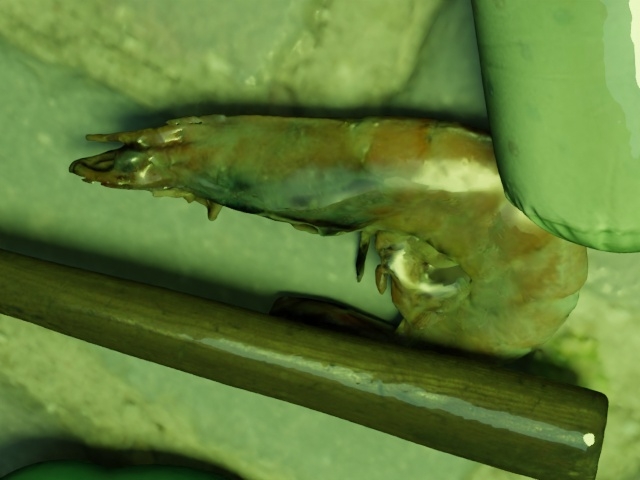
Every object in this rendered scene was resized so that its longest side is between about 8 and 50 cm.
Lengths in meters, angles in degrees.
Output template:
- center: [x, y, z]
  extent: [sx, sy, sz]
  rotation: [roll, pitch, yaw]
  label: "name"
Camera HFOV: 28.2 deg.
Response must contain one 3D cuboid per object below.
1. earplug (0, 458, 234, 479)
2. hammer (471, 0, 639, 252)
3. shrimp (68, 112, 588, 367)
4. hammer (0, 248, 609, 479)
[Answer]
- center: [-0.138, 0.228, 0.712]
  extent: [0.257, 0.164, 0.280]
  rotation: [16, 136, -29]
  label: "earplug"
- center: [0.221, -0.111, 0.461]
  extent: [0.335, 0.119, 0.206]
  rotation: [-7, 111, 14]
  label: "hammer"
- center: [0.000, 0.001, 0.607]
  extent: [0.251, 0.052, 0.144]
  rotation: [13, 122, 15]
  label: "shrimp"
- center: [-0.079, 0.041, 0.628]
  extent: [0.439, 0.044, 0.168]
  rotation: [15, 139, 11]
  label: "hammer"
